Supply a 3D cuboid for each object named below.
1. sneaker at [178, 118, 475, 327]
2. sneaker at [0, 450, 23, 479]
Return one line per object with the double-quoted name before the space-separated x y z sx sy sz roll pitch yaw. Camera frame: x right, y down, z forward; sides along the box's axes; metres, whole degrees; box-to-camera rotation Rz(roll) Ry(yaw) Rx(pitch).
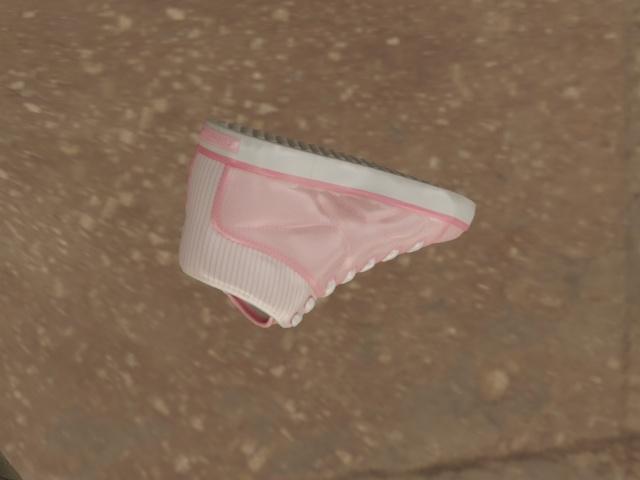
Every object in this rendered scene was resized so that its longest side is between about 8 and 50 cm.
"sneaker" 0.000 0.000 0.646 0.134 0.051 0.070 11 97 -44
"sneaker" -0.065 0.129 0.474 0.121 0.111 0.300 -34 83 27
